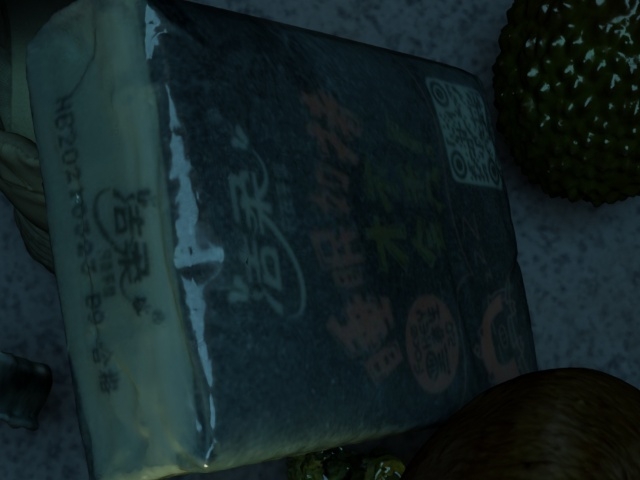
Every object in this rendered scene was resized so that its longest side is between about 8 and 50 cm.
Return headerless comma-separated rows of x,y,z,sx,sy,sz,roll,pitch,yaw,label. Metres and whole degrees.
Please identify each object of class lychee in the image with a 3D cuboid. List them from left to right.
0.180,-0.105,0.788,0.171,0.171,0.171,1,80,-5,lychee

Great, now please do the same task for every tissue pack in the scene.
0.000,0.000,0.684,0.103,0.316,0.227,-17,79,36,tissue pack

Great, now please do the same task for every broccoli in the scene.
0.027,0.163,0.756,0.095,0.092,0.097,6,61,-17,broccoli

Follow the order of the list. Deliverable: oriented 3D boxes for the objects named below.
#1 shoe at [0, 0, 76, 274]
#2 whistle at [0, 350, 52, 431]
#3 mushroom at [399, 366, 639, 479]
-0.155,-0.157,0.735,0.132,0.210,0.341,-9,80,-6,shoe
-0.352,0.016,0.707,0.405,0.168,0.188,42,78,3,whistle
0.127,0.249,0.646,0.345,0.239,0.345,20,54,-31,mushroom
